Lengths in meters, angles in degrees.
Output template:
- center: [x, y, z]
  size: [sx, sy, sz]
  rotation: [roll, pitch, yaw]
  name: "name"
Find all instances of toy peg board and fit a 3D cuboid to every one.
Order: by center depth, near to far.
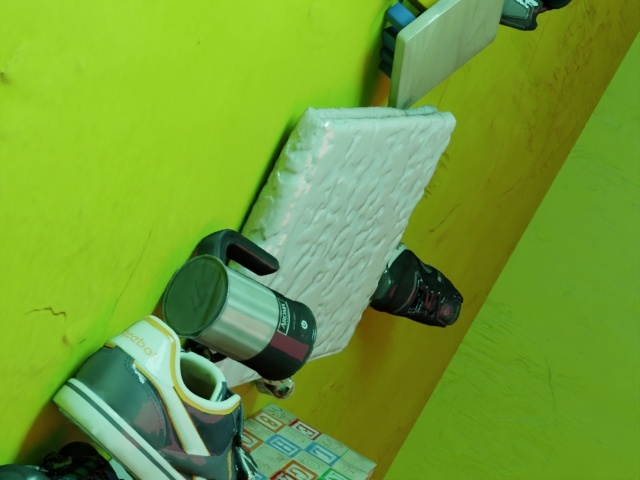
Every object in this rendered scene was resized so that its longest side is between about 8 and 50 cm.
- center: [0.119, -0.244, 1.891]
  size: [0.161, 0.079, 0.161]
  rotation: [-39, 161, -19]
  name: "toy peg board"

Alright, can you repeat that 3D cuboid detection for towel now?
- center: [0.000, 0.000, 1.872]
  size: [0.317, 0.053, 0.331]
  rotation: [-11, 131, -60]
  name: "towel"

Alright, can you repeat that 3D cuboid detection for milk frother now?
- center: [-0.103, 0.075, 1.671]
  size: [0.143, 0.129, 0.135]
  rotation: [-35, 139, 23]
  name: "milk frother"

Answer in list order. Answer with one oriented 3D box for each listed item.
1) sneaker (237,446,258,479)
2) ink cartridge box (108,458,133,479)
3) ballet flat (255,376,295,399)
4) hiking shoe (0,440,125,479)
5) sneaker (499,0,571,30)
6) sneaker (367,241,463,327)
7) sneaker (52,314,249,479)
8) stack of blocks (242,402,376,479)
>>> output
- center: [-0.122, 0.246, 1.916]
  size: [0.071, 0.068, 0.170]
  rotation: [-50, -163, -5]
  name: "sneaker"
- center: [-0.192, 0.308, 1.829]
  size: [0.160, 0.093, 0.219]
  rotation: [-49, 162, -38]
  name: "ink cartridge box"
- center: [-0.056, 0.160, 2.123]
  size: [0.057, 0.052, 0.168]
  rotation: [-57, 167, -10]
  name: "ballet flat"
- center: [-0.242, 0.235, 1.526]
  size: [0.304, 0.113, 0.132]
  rotation: [73, 18, -65]
  name: "hiking shoe"
- center: [0.263, -0.346, 2.042]
  size: [0.276, 0.135, 0.097]
  rotation: [-54, 164, -31]
  name: "sneaker"
- center: [0.154, 0.076, 2.593]
  size: [0.107, 0.124, 0.283]
  rotation: [-62, 167, 7]
  name: "sneaker"
- center: [-0.123, 0.186, 1.600]
  size: [0.127, 0.126, 0.321]
  rotation: [-49, 148, -13]
  name: "sneaker"
- center: [-0.061, 0.320, 2.198]
  size: [0.087, 0.171, 0.297]
  rotation: [-64, 166, 17]
  name: "stack of blocks"
